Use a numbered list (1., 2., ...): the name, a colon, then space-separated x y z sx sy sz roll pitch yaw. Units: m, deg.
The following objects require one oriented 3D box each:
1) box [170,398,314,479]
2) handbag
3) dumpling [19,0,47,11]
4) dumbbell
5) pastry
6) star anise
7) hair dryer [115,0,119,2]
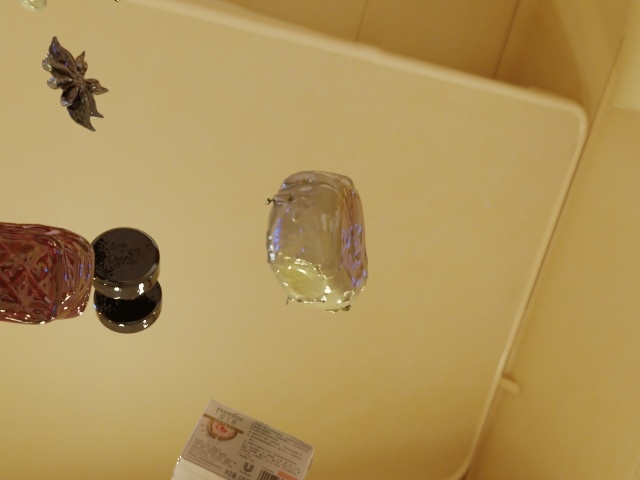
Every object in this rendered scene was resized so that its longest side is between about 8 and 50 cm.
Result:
1. box: -0.124 0.363 1.327 0.199 0.081 0.135 27 -143 2
2. handbag: -0.454 0.047 1.201 0.225 0.146 0.135 5 -178 7
3. dumpling: -0.506 -0.474 1.434 0.119 0.136 0.199 10 172 -5
4. dumbbell: -0.419 0.089 1.755 0.153 0.218 0.152 4 -124 -6
5. pastry: 0.000 0.000 0.901 0.088 0.165 0.166 -2 -172 21
6. star anise: -0.516 -0.328 1.713 0.061 0.204 0.180 -22 -161 25
7. hair dryer: -0.367 -0.636 1.688 0.272 0.235 0.091 -10 -150 13
